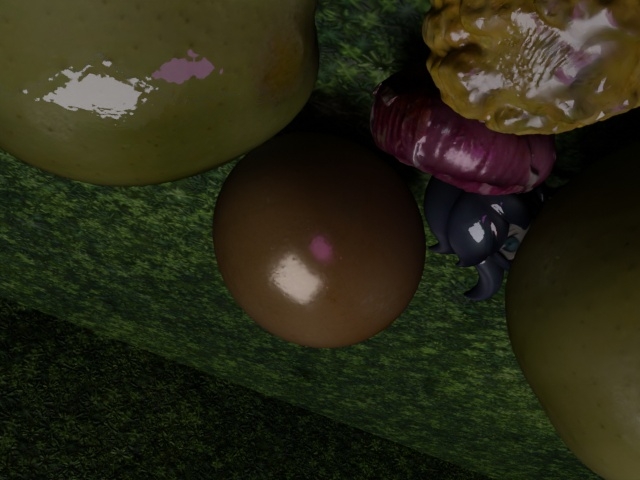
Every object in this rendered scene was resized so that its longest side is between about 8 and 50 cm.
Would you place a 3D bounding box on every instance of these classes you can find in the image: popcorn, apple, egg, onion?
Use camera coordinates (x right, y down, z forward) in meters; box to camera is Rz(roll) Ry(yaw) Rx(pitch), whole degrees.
[{"bbox_3d":[0.208,-0.203,0.703,0.250,0.190,0.250,-1,132,-1],"label":"popcorn"},{"bbox_3d":[-0.167,-0.214,0.733,0.357,0.357,0.357,12,156,5],"label":"apple"},{"bbox_3d":[0.460,0.075,0.898,0.473,0.473,0.473,12,156,5],"label":"apple"},{"bbox_3d":[0.000,0.000,1.135,0.301,0.301,0.374,8,160,15],"label":"egg"},{"bbox_3d":[0.171,-0.150,0.889,0.230,0.230,0.163,19,118,-10],"label":"onion"}]

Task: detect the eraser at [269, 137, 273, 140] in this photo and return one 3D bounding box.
[{"bbox_3d":[-0.159,-0.209,1.076,0.225,0.052,0.095,19,154,-10],"label":"eraser"}]

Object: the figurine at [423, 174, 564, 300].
[{"bbox_3d":[0.256,-0.022,1.118,0.197,0.175,0.265,6,147,29],"label":"figurine"}]
